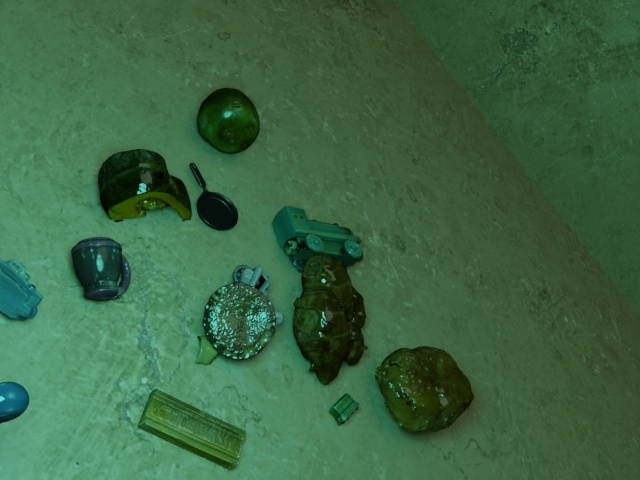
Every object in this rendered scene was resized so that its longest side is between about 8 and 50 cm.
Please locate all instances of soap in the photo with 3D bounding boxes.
[{"bbox_3d":[-0.294,0.441,1.503,0.252,0.037,0.092,32,44,-18],"label":"soap"}]

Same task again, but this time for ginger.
[{"bbox_3d":[0.028,0.230,1.865,0.274,0.153,0.357,53,35,-41],"label":"ginger"}]

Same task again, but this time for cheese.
[{"bbox_3d":[-0.284,0.277,1.635,0.060,0.041,0.084,26,44,-25],"label":"cheese"}]

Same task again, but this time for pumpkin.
[{"bbox_3d":[-0.481,-0.125,1.753,0.280,0.190,0.139,64,4,-67],"label":"pumpkin"}]

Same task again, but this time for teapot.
[{"bbox_3d":[-0.530,0.077,1.553,0.116,0.148,0.146,-9,73,-5],"label":"teapot"}]

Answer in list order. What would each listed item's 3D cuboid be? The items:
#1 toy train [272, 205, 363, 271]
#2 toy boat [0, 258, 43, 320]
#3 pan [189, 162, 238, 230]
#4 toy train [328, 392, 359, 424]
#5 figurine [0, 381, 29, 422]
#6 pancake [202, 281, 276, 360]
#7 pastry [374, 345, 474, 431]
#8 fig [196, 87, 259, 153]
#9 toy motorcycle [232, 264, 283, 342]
[{"bbox_3d":[0.000,0.000,2.041,0.298,0.120,0.194,9,46,-39],"label":"toy train"},{"bbox_3d":[-0.699,0.087,1.414,0.215,0.088,0.102,39,7,-9],"label":"toy boat"},{"bbox_3d":[-0.332,-0.128,1.920,0.136,0.028,0.235,-20,76,-48],"label":"pan"},{"bbox_3d":[0.066,0.468,1.791,0.056,0.038,0.093,47,41,9],"label":"toy train"},{"bbox_3d":[-0.713,0.359,1.105,0.416,0.243,0.297,-16,78,-24],"label":"figurine"},{"bbox_3d":[-0.206,0.205,1.651,0.199,0.021,0.199,4,78,-17],"label":"pancake"},{"bbox_3d":[0.297,0.444,1.912,0.311,0.162,0.255,9,52,-34],"label":"pastry"},{"bbox_3d":[-0.303,-0.412,2.072,0.206,0.206,0.275,18,35,-30],"label":"fig"},{"bbox_3d":[-0.177,0.195,1.741,0.171,0.110,0.260,20,54,-27],"label":"toy motorcycle"}]
